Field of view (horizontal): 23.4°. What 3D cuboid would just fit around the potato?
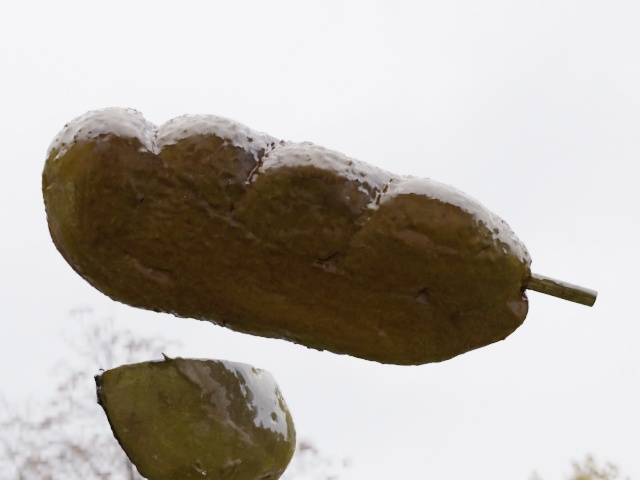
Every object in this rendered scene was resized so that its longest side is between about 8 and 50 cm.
[{"bbox_3d":[-0.098,0.185,1.456,0.098,0.138,0.243,-17,-17,29],"label":"potato"}]

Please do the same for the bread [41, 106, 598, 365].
[{"bbox_3d":[0.001,0.001,0.937,0.344,0.084,0.124,13,-78,-6],"label":"bread"}]
